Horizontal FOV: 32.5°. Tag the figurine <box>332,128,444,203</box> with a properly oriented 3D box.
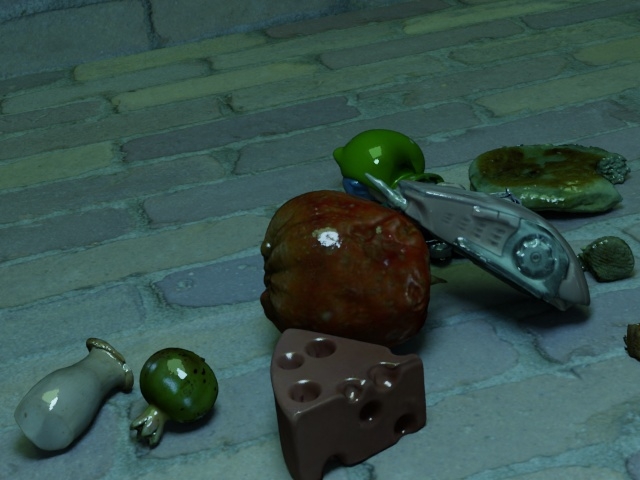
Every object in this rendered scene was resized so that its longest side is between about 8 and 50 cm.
[{"bbox_3d":[0.141,-0.117,2.041,0.162,0.143,0.263,-21,41,-31],"label":"figurine"}]

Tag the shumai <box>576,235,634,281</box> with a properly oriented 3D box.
[{"bbox_3d":[0.450,0.020,1.748,0.083,0.082,0.080,11,24,-9],"label":"shumai"}]

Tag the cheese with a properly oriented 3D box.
[{"bbox_3d":[0.011,0.225,1.418,0.202,0.128,0.177,11,34,25],"label":"cheese"}]

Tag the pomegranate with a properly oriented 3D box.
[{"bbox_3d":[-0.209,0.216,1.520,0.114,0.114,0.142,19,63,42],"label":"pomegranate"}]

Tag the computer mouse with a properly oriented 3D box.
[{"bbox_3d":[0.247,-0.021,1.652,0.389,0.115,0.199,32,-2,2],"label":"computer mouse"}]

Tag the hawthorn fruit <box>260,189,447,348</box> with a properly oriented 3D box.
[{"bbox_3d":[0.036,0.051,1.599,0.261,0.258,0.258,7,30,16],"label":"hawthorn fruit"}]

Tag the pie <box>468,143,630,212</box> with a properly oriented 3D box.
[{"bbox_3d":[0.417,-0.115,2.027,0.302,0.067,0.302,-6,26,3],"label":"pie"}]

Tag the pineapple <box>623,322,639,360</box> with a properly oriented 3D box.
[{"bbox_3d":[0.481,0.139,1.526,0.116,0.069,0.137,-1,18,25],"label":"pineapple"}]

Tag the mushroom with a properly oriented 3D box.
[{"bbox_3d":[-0.349,0.218,1.561,0.097,0.088,0.212,16,28,23],"label":"mushroom"}]

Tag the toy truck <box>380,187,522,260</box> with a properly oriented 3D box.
[{"bbox_3d":[0.215,-0.030,1.873,0.253,0.114,0.124,-5,16,5],"label":"toy truck"}]

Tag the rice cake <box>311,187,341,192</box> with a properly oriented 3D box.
[{"bbox_3d":[0.000,0.000,1.919,0.066,0.063,0.336,-1,27,6],"label":"rice cake"}]
